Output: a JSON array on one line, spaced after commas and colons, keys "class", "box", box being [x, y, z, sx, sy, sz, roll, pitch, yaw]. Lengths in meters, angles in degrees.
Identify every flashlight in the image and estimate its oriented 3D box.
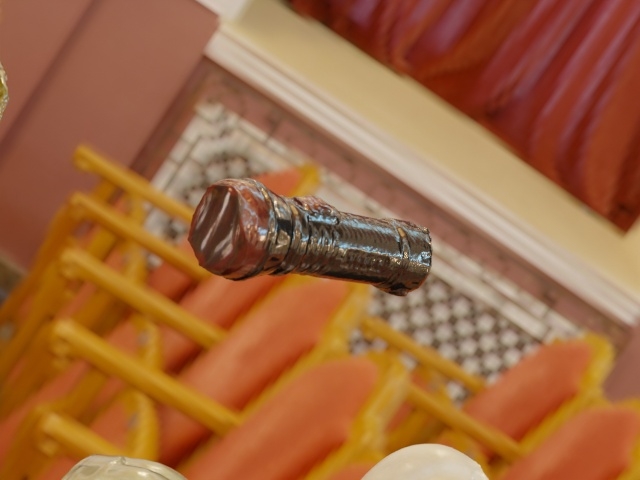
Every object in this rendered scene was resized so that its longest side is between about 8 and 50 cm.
[{"class": "flashlight", "box": [0.000, 0.000, 1.629, 0.232, 0.093, 0.093, 7, 25, -40]}]

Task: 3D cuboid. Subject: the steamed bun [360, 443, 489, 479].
[{"class": "steamed bun", "box": [0.088, 0.322, 1.899, 0.145, 0.231, 0.232, -1, 23, -19]}]

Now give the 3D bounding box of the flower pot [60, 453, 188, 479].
[{"class": "flower pot", "box": [-0.149, 0.361, 1.662, 0.244, 0.307, 0.307, 23, 7, 11]}]

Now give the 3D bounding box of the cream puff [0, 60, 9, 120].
[{"class": "cream puff", "box": [-0.230, -0.102, 1.193, 0.083, 0.058, 0.083, 56, 6, -12]}]
